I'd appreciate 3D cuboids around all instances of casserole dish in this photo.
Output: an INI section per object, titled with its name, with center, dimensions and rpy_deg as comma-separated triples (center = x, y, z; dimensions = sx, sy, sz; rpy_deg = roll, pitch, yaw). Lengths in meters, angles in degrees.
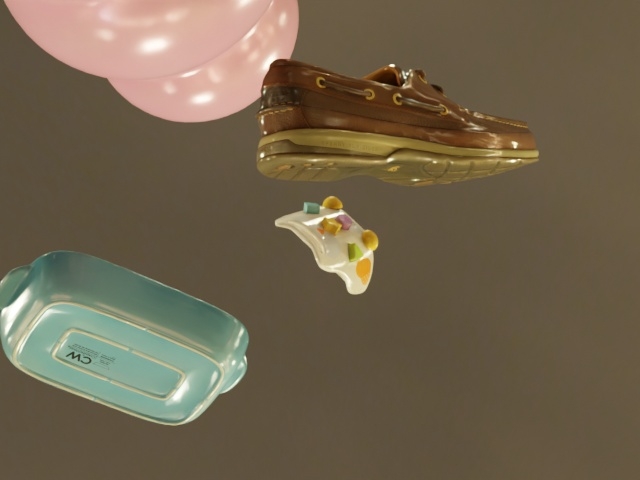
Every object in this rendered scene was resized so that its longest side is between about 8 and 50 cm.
[casserole dish]
center = -0.139, 0.075, 1.113
dimensions = 0.188, 0.114, 0.037
rpy_deg = 25, -142, -19

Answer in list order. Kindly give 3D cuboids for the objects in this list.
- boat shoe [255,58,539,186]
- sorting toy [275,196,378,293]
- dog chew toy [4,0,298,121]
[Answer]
[boat shoe]
center = 0.045, -0.063, 0.829
dimensions = 0.178, 0.064, 0.060
rpy_deg = 2, -100, -36
[sorting toy]
center = 0.000, 0.000, 1.201
dimensions = 0.083, 0.075, 0.045
rpy_deg = 43, -70, 17
[dog chew toy]
center = -0.108, -0.188, 0.901
dimensions = 0.206, 0.332, 0.207
rpy_deg = -10, -124, 16
